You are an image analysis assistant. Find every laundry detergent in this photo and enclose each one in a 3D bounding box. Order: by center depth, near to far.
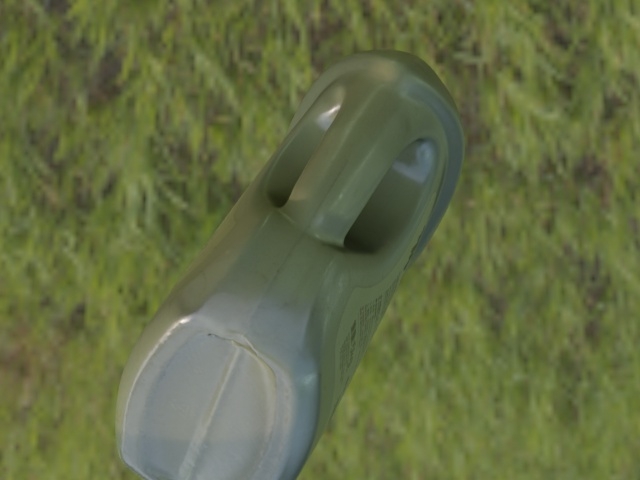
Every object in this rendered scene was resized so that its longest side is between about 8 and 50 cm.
[{"bbox_3d":[0.000,0.000,0.841,0.091,0.253,0.181,27,138,6],"label":"laundry detergent"}]
